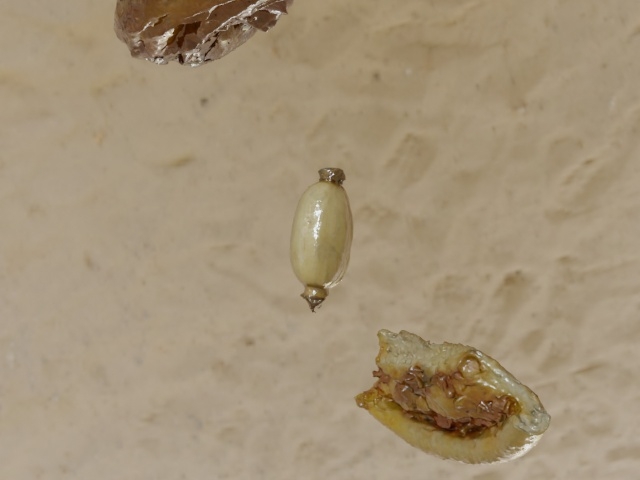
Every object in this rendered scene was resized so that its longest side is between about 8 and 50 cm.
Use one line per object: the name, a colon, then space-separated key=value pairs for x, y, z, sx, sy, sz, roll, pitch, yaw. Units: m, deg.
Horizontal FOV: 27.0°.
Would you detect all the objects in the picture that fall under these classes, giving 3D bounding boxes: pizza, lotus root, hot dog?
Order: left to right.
hot dog: x=-0.035 y=-0.185 z=0.687 sx=0.099 sy=0.227 sz=0.160 roll=27 pitch=155 yaw=-15
lotus root: x=0.000 y=0.000 z=1.368 sx=0.062 sy=0.150 sz=0.073 roll=6 pitch=175 yaw=12
pizza: x=0.115 y=0.152 z=1.263 sx=0.056 sy=0.271 sz=0.134 roll=-37 pitch=120 yaw=-26
